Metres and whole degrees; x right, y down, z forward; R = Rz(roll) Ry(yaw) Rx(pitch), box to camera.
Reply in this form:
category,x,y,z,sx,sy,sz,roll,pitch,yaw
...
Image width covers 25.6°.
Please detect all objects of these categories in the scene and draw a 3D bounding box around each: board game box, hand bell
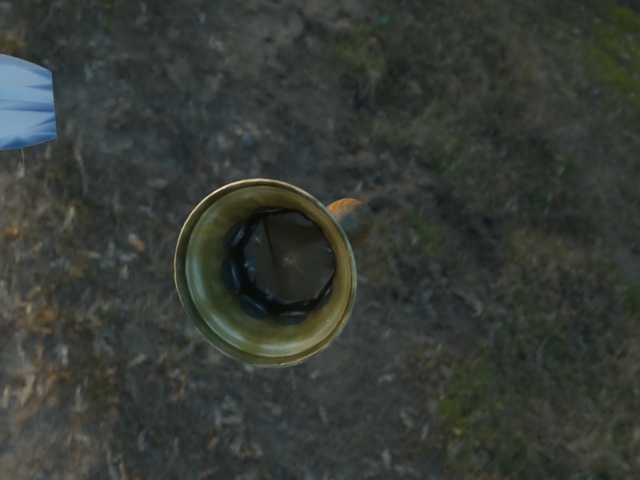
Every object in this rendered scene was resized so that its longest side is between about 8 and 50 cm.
category,x,y,z,sx,sy,sz,roll,pitch,yaw
board game box,-0.260,-0.090,1.013,0.133,0.033,0.168,3,30,-15
hand bell,0.000,0.000,1.024,0.126,0.126,0.242,32,19,10
